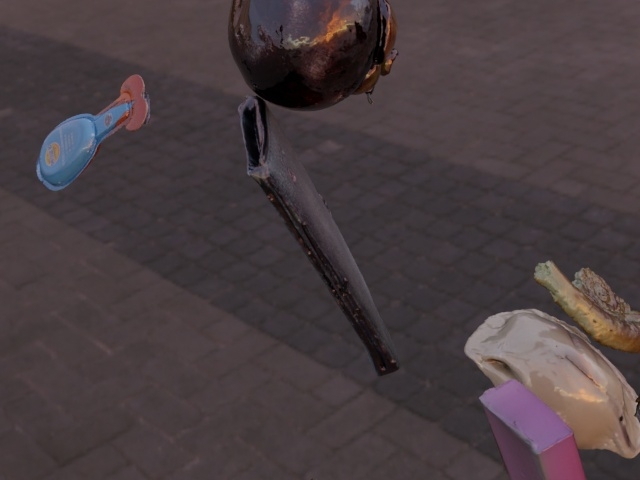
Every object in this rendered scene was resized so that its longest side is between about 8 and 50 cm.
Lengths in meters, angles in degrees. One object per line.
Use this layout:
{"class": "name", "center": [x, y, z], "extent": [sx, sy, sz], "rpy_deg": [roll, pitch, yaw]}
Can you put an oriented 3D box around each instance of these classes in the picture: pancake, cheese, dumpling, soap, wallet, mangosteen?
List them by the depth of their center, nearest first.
{"class": "mangosteen", "center": [0.004, -0.263, 1.306], "extent": [0.250, 0.211, 0.211], "rpy_deg": [8, 12, -41]}
{"class": "wallet", "center": [0.000, 0.000, 1.338], "extent": [0.046, 0.379, 0.190], "rpy_deg": [-26, 33, 7]}
{"class": "cheese", "center": [-0.326, -0.148, 1.454], "extent": [0.256, 0.106, 0.037], "rpy_deg": [-27, -27, 32]}
{"class": "soap", "center": [0.368, 0.376, 1.714], "extent": [0.081, 0.259, 0.181], "rpy_deg": [-28, 30, -12]}
{"class": "pancake", "center": [0.558, 0.123, 2.015], "extent": [0.377, 0.054, 0.197], "rpy_deg": [22, 38, -36]}
{"class": "dumpling", "center": [0.487, 0.257, 2.042], "extent": [0.395, 0.233, 0.315], "rpy_deg": [31, 40, 6]}

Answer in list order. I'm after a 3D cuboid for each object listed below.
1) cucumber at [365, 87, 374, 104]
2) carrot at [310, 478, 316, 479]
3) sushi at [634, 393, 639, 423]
{"class": "cucumber", "center": [0.113, -0.370, 2.239], "extent": [0.039, 0.043, 0.163], "rpy_deg": [-32, 37, 54]}
{"class": "carrot", "center": [-0.051, 0.466, 1.772], "extent": [0.139, 0.048, 0.048], "rpy_deg": [-29, 34, -31]}
{"class": "sushi", "center": [0.460, 0.204, 1.293], "extent": [0.078, 0.150, 0.090], "rpy_deg": [-28, 60, -24]}
